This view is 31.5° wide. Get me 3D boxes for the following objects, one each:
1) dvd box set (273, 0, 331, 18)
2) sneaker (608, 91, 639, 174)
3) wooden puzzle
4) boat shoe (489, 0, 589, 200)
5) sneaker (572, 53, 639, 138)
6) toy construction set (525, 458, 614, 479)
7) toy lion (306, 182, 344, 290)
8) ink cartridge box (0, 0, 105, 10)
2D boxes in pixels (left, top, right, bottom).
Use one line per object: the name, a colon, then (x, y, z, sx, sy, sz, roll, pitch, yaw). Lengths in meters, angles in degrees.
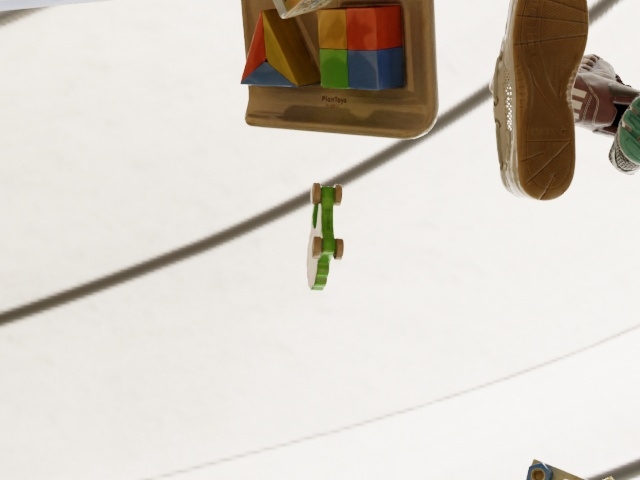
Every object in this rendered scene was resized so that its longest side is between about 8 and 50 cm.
dvd box set: (0.000, -0.402, 0.975, 0.307, 0.062, 0.420, 68, -23, -1)
sneaker: (0.288, -0.119, 0.930, 0.065, 0.166, 0.076, 42, -16, 7)
wooden puzzle: (-0.004, -0.302, 1.362, 0.322, 0.080, 0.348, 10, -75, 44)
boat shoe: (0.230, -0.183, 1.264, 0.096, 0.098, 0.277, -172, -93, -68)
sneaker: (0.411, -0.188, 1.600, 0.162, 0.281, 0.106, 23, -67, 24)
toy construction set: (0.399, 0.357, 1.339, 0.328, 0.151, 0.215, -12, -108, 35)
toy lion: (0.000, 0.000, 1.213, 0.096, 0.034, 0.100, 116, -25, -65)
ink cartridge box: (-0.088, -0.307, 0.358, 0.270, 0.151, 0.395, 49, -58, 8)
